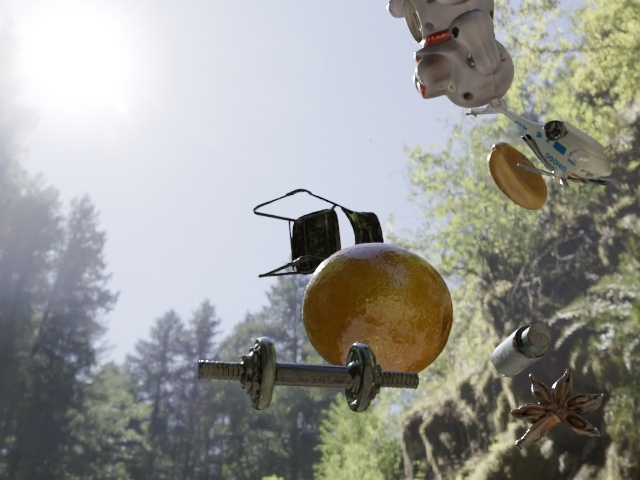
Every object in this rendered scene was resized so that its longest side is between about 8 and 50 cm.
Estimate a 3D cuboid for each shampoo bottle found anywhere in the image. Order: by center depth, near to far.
[{"bbox_3d":[0.377,0.202,1.428,0.072,0.072,0.214,1,-21,-2],"label":"shampoo bottle"}]

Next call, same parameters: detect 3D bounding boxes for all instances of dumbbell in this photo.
[{"bbox_3d":[-0.010,0.151,0.853,0.253,0.082,0.082,6,-47,-14],"label":"dumbbell"}]

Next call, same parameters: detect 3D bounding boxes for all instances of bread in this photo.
[{"bbox_3d":[0.444,-0.145,1.747,0.189,0.114,0.077,41,-30,-16],"label":"bread"}]

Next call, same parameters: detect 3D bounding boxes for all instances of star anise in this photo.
[{"bbox_3d":[0.521,0.367,1.675,0.207,0.172,0.063,-18,-43,28],"label":"star anise"}]

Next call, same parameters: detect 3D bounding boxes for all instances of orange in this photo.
[{"bbox_3d":[0.089,0.110,1.182,0.236,0.236,0.236,0,-47,0],"label":"orange"}]

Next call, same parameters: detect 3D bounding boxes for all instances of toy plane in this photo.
[{"bbox_3d":[0.401,-0.188,1.351,0.181,0.273,0.107,1,-51,-27],"label":"toy plane"}]

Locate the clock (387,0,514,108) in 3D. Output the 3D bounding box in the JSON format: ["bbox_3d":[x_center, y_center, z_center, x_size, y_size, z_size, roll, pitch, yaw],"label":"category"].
[{"bbox_3d":[0.223,-0.324,1.238,0.188,0.254,0.189,-16,-9,-3],"label":"clock"}]

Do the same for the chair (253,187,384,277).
[{"bbox_3d":[0.000,0.000,1.464,0.221,0.140,0.145,8,-20,-43],"label":"chair"}]
